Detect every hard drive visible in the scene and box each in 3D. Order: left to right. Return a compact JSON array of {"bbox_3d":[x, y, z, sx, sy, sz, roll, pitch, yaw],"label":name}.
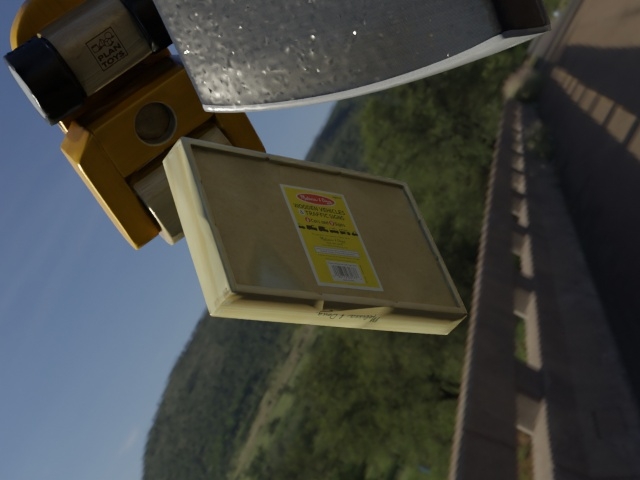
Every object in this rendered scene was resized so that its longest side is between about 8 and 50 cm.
[{"bbox_3d":[-0.002,-0.165,0.628,0.254,0.172,0.054,-7,28,36],"label":"hard drive"}]

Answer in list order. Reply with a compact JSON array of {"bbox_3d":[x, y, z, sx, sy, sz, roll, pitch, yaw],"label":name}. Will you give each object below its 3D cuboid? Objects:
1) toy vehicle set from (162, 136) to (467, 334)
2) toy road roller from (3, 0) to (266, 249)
[{"bbox_3d":[0.000,0.000,0.911,0.035,0.266,0.166,-49,48,36],"label":"toy vehicle set"},{"bbox_3d":[-0.245,-0.175,1.259,0.202,0.330,0.240,-37,29,-12],"label":"toy road roller"}]
